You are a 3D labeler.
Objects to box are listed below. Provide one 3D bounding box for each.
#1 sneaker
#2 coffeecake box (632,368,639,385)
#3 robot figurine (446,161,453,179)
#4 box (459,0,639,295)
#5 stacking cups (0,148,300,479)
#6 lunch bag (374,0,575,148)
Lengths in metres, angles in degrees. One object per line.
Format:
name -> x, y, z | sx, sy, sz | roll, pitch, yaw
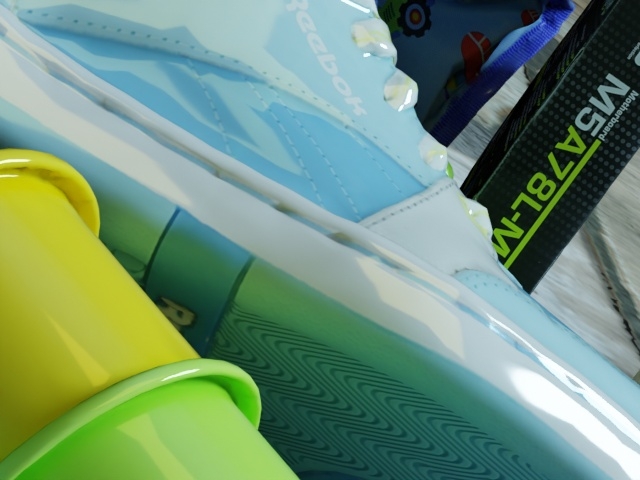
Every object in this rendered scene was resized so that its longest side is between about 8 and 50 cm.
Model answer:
sneaker -> 0.003, -0.044, 0.532 | 0.319, 0.127, 0.208 | 34, 57, -5
coffeecake box -> 0.240, 0.111, 0.790 | 0.185, 0.068, 0.142 | 27, 20, -21
robot figurine -> 0.000, 0.000, 0.646 | 0.101, 0.067, 0.115 | -22, 53, -32
box -> 0.097, -0.042, 0.739 | 0.045, 0.184, 0.191 | 33, 17, 1
stacking cups -> 0.010, 0.121, 0.347 | 0.316, 0.096, 0.096 | 47, 21, 21
lunch bag -> -0.033, -0.163, 0.733 | 0.221, 0.138, 0.293 | 41, -5, 19
